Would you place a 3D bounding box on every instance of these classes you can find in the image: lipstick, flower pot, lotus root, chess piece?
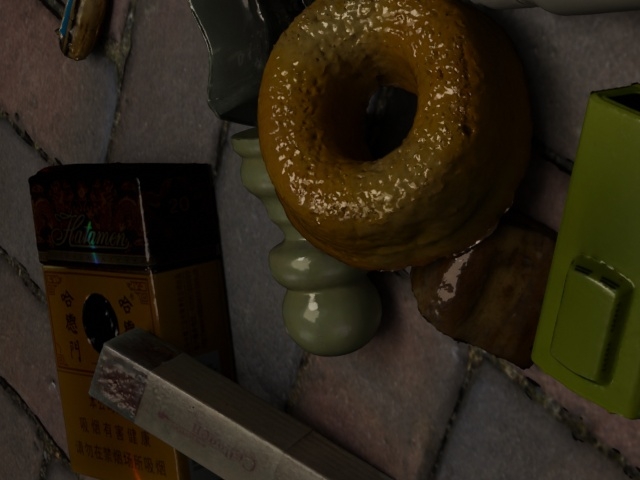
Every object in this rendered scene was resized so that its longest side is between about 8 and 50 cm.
[{"bbox_3d":[-0.088,0.223,1.466,0.371,0.080,0.076,28,112,19],"label":"lipstick"},{"bbox_3d":[-0.070,-0.245,1.385,0.108,0.103,0.229,-21,78,47],"label":"flower pot"},{"bbox_3d":[0.151,0.032,1.234,0.159,0.095,0.135,38,123,29],"label":"lotus root"},{"bbox_3d":[0.000,0.000,1.369,0.144,0.144,0.251,1,106,48],"label":"chess piece"}]

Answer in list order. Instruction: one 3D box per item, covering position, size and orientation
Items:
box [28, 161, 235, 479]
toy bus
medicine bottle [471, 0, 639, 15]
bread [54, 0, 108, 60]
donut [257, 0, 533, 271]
[{"bbox_3d":[-0.237,0.105,1.669,0.264,0.116,0.415,4,103,48],"label":"box"},{"bbox_3d":[0.266,0.011,1.050,0.128,0.150,0.262,31,122,42],"label":"toy bus"},{"bbox_3d":[0.232,-0.250,1.027,0.258,0.143,0.143,4,103,49],"label":"medicine bottle"},{"bbox_3d":[-0.309,-0.288,1.699,0.072,0.053,0.106,-117,40,-51],"label":"bread"},{"bbox_3d":[0.055,-0.116,1.196,0.277,0.108,0.277,-6,74,23],"label":"donut"}]
